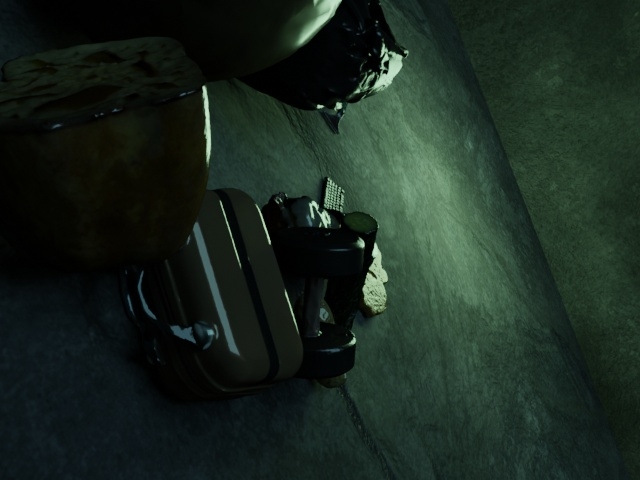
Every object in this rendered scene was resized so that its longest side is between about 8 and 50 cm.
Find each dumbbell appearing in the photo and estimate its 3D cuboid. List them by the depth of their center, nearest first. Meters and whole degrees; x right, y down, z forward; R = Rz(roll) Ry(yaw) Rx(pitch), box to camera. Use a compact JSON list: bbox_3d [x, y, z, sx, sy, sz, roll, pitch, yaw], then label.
[{"bbox_3d":[-0.013,0.096,1.332,0.152,0.152,0.218,-16,113,-62],"label":"dumbbell"}]

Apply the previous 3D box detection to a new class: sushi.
[{"bbox_3d":[0.000,0.000,1.537,0.332,0.130,0.124,12,53,-53],"label":"sushi"}]

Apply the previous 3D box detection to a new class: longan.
[{"bbox_3d":[-0.162,-0.434,1.224,0.436,0.404,0.404,-29,96,-18],"label":"longan"}]

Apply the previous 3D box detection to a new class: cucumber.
[{"bbox_3d":[0.042,0.086,1.479,0.067,0.067,0.294,-61,166,-57],"label":"cucumber"}]

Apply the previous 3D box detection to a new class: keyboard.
[{"bbox_3d":[0.021,-0.053,1.739,0.060,0.018,0.195,44,34,-31],"label":"keyboard"}]

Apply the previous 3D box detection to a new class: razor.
[{"bbox_3d":[0.053,-0.321,1.986,0.066,0.033,0.190,55,29,-21],"label":"razor"}]

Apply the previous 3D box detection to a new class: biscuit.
[{"bbox_3d":[0.102,0.077,1.768,0.133,0.027,0.184,17,56,-56],"label":"biscuit"}]

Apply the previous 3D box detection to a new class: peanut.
[{"bbox_3d":[-0.004,0.175,1.458,0.080,0.080,0.174,-24,95,-63],"label":"peanut"}]

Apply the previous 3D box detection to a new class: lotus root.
[{"bbox_3d":[-0.285,-0.102,0.993,0.316,0.316,0.250,-69,166,-54],"label":"lotus root"}]

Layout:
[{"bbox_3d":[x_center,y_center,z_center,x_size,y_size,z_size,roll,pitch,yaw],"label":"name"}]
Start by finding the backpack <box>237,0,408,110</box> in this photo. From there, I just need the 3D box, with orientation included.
[{"bbox_3d":[-0.008,-0.398,1.645,0.363,0.255,0.445,31,16,16],"label":"backpack"}]

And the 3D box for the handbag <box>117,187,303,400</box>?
[{"bbox_3d":[-0.168,0.076,1.169,0.283,0.149,0.302,2,69,-58],"label":"handbag"}]
